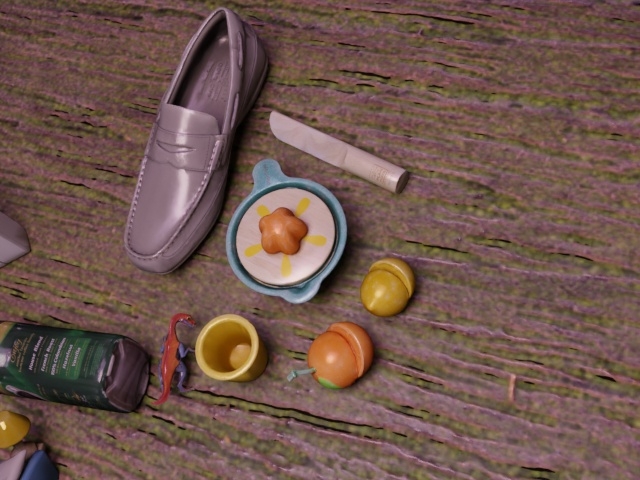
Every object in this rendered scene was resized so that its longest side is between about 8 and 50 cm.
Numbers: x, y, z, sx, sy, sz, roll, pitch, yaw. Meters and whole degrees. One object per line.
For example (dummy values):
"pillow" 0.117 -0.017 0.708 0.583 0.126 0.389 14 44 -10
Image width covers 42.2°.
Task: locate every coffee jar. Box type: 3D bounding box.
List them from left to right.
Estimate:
"coffee jar" -0.288 0.136 0.904 0.184 0.096 0.079 4 68 17

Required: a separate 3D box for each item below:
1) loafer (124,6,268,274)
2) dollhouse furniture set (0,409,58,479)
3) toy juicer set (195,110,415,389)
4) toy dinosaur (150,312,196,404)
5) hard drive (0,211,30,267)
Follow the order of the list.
"loafer" -0.153 -0.119 0.956 0.112 0.111 0.319 11 73 19
"dollhouse furniture set" -0.448 0.275 0.779 0.286 0.198 0.303 -7 37 10
"toy juicer set" 0.000 0.000 0.880 0.209 0.089 0.329 6 71 18
"toy dinosaur" -0.153 0.122 0.890 0.047 0.090 0.082 0 101 0
"hard drive" -0.548 0.040 0.939 0.353 0.233 0.047 -27 64 4
